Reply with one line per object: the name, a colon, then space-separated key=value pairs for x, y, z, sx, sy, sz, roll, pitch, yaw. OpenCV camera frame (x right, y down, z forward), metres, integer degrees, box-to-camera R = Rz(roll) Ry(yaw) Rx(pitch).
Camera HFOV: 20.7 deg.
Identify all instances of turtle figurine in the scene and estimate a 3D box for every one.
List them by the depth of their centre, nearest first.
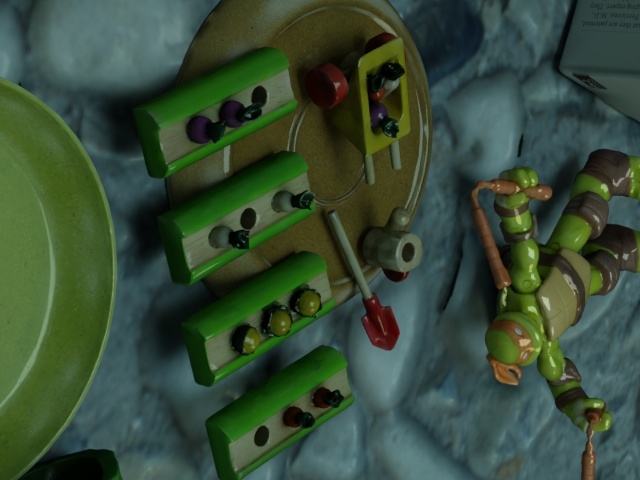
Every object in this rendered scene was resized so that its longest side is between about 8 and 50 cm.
turtle figurine: x=0.179 y=0.043 z=1.295 sx=0.217 sy=0.087 sz=0.269 roll=-43 pitch=118 yaw=-42

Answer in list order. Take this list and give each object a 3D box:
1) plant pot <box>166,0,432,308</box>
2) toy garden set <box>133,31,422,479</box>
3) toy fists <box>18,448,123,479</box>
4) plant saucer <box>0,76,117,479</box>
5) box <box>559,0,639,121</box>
plant pot: x=-0.001 y=-0.061 z=1.125 sx=0.236 sy=0.032 sz=0.236 roll=-10 pitch=105 yaw=-44
toy garden set: x=0.000 y=0.000 z=1.078 sx=0.204 sy=0.049 sz=0.244 roll=-30 pitch=119 yaw=-39
toy fists: x=-0.128 y=0.213 z=0.903 sx=0.096 sy=0.279 sz=0.142 roll=-16 pitch=100 yaw=-5
plant saucer: x=-0.211 y=0.027 z=0.917 sx=0.241 sy=0.037 sz=0.241 roll=-13 pitch=108 yaw=-45
box: x=0.311 y=-0.146 z=1.325 sx=0.181 sy=0.182 sz=0.119 roll=23 pitch=81 yaw=-47
